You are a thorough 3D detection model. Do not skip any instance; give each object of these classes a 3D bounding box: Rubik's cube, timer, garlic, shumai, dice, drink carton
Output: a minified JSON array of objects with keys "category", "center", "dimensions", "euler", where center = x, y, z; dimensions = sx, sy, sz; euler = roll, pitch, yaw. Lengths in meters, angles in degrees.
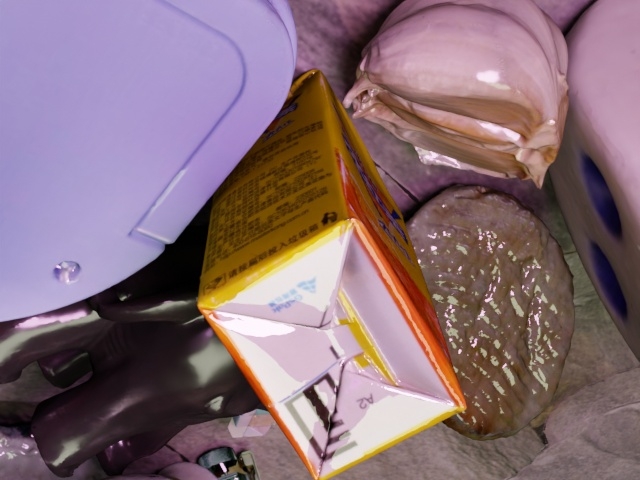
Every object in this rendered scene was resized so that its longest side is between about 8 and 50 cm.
[{"category":"Rubik's cube","center":[-0.074,0.179,1.165],"dimensions":[0.084,0.073,0.075],"euler":[-13,138,-16]},{"category":"timer","center":[-0.241,-0.110,0.683],"dimensions":[0.394,0.173,0.395],"euler":[-15,136,-15]},{"category":"garlic","center":[0.122,-0.141,0.867],"dimensions":[0.229,0.177,0.143],"euler":[42,66,-78]},{"category":"shumai","center":[0.127,0.069,1.122],"dimensions":[0.222,0.203,0.272],"euler":[-4,101,-25]},{"category":"dice","center":[0.373,-0.055,0.948],"dimensions":[0.276,0.304,0.304],"euler":[-25,141,1]},{"category":"drink carton","center":[0.000,0.000,0.771],"dimensions":[0.111,0.351,0.155],"euler":[-28,111,9]}]

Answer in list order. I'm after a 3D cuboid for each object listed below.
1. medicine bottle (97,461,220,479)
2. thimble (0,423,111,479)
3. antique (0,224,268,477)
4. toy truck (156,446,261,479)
[{"category":"medicine bottle","center":[-0.160,0.281,0.958],"dimensions":[0.143,0.147,0.147],"euler":[-6,141,-49]},{"category":"thimble","center":[-0.303,0.307,1.073],"dimensions":[0.237,0.237,0.150],"euler":[-5,136,-21]},{"category":"antique","center":[-0.126,0.095,0.949],"dimensions":[0.255,0.185,0.322],"euler":[-25,166,-1]},{"category":"toy truck","center":[-0.186,0.355,1.270],"dimensions":[0.259,0.128,0.135],"euler":[-17,153,-9]}]
